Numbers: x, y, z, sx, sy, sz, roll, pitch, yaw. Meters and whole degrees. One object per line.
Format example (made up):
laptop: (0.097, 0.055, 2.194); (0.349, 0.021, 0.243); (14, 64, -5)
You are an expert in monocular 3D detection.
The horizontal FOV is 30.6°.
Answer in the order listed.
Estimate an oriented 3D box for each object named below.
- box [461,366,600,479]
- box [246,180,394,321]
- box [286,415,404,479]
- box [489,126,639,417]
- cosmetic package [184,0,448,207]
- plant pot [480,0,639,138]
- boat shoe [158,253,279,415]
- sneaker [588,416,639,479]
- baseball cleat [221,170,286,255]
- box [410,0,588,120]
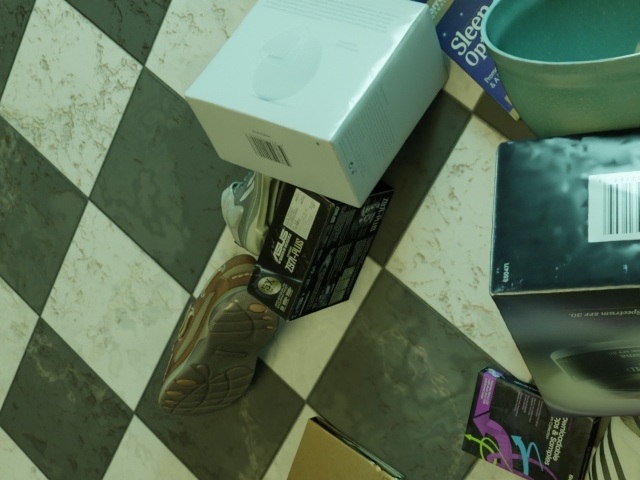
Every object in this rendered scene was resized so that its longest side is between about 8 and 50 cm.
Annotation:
box: (0.262, 0.241, 1.467); (0.162, 0.029, 0.116); (19, 110, 30)
box: (0.000, 0.000, 1.534); (0.077, 0.147, 0.180); (34, 118, 26)
box: (0.019, 0.375, 1.671); (0.164, 0.021, 0.201); (31, 116, 27)
box: (0.345, 0.041, 1.146); (0.296, 0.294, 0.183); (-5, 59, 22)
cosmetic package: (-0.001, -0.191, 1.437); (0.224, 0.138, 0.224); (21, 66, 31)
plant pot: (0.331, -0.168, 1.209); (0.293, 0.293, 0.196); (3, 127, 35)
boat shoe: (-0.149, 0.143, 1.704); (0.324, 0.123, 0.116); (-52, 35, 40)
sneaker: (0.482, 0.349, 1.276); (0.447, 0.169, 0.257); (45, 130, 30)
baseball cleat: (-0.091, -0.082, 1.631); (0.109, 0.072, 0.206); (24, 109, 37)
box: (0.204, -0.268, 1.406); (0.225, 0.036, 0.136); (48, 122, 20)
